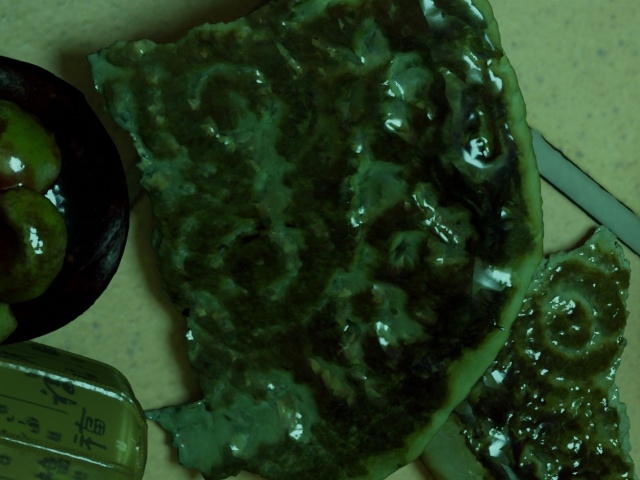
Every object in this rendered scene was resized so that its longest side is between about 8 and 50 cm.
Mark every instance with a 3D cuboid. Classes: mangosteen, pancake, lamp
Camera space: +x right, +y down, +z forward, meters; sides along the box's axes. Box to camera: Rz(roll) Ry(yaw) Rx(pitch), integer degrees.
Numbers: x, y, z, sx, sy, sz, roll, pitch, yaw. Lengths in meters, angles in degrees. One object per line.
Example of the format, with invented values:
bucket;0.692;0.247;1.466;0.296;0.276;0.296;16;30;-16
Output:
mangosteen;-0.224;-0.024;1.276;0.209;0.210;0.210;-2;102;-11
pancake;0.005;-0.001;1.358;0.304;0.067;0.427;-2;115;11
pancake;0.178;0.110;1.477;0.266;0.057;0.244;30;86;-20
lamp;-0.222;0.146;1.339;0.185;0.161;0.161;14;99;-17
